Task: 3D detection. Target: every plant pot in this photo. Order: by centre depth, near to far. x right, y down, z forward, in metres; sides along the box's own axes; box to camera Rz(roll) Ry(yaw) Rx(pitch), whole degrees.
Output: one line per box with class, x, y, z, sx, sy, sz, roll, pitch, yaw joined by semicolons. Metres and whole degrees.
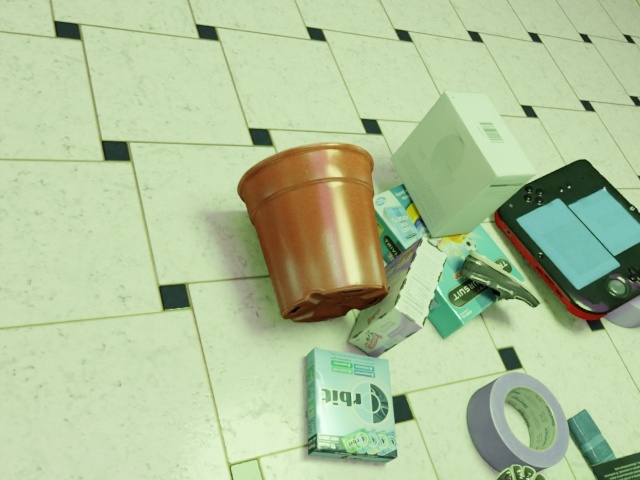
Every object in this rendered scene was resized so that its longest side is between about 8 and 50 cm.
plant pot;0.000;0.000;1.166;0.272;0.272;0.265;-2;67;-30

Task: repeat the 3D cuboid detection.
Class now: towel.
towel;0.573;0.425;1.319;0.067;0.029;0.119;-12;66;-35

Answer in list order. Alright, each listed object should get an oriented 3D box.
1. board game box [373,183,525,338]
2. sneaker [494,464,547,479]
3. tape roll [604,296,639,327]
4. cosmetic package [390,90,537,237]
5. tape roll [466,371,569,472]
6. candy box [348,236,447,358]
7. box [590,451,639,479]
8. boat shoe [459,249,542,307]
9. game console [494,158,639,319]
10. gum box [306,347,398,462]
board game box;0.271;0.018;1.405;0.253;0.079;0.336;-25;72;-38
sneaker;0.277;0.535;1.006;0.129;0.147;0.330;29;66;26
tape roll;0.794;0.088;1.638;0.274;0.090;0.275;15;52;-20
cosmetic package;0.301;-0.163;1.345;0.138;0.225;0.224;-6;61;-36
tape roll;0.390;0.363;1.228;0.189;0.080;0.189;14;53;-19
candy box;0.152;0.113;1.213;0.070;0.165;0.196;36;48;-8
box;0.694;0.541;1.150;0.296;0.182;0.294;17;50;-43
boat shoe;0.386;0.097;1.336;0.206;0.065;0.075;33;3;-16
game console;0.664;-0.014;1.554;0.342;0.060;0.387;-26;63;-14
gum box;0.054;0.295;1.115;0.156;0.041;0.184;13;52;-21
